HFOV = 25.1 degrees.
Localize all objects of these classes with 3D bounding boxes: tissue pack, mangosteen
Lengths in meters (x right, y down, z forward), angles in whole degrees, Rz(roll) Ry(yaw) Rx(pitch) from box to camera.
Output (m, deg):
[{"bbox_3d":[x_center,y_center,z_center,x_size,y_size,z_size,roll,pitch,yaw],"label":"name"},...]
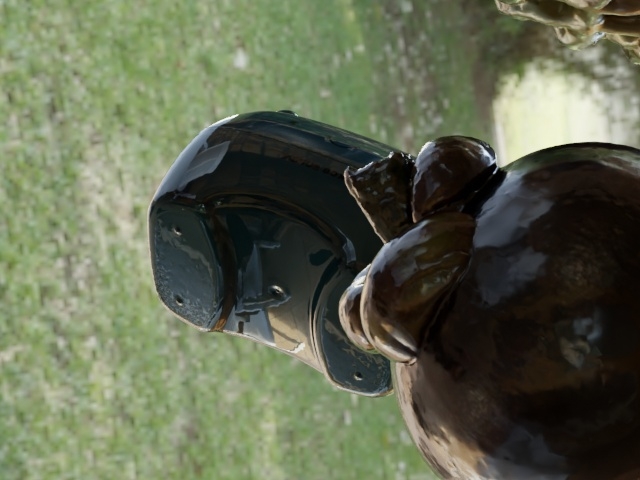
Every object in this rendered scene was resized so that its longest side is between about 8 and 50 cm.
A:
[{"bbox_3d":[0.000,0.000,1.345,0.206,0.287,0.198,-48,150,-43],"label":"tissue pack"},{"bbox_3d":[0.063,0.020,0.442,0.140,0.140,0.140,-8,90,-76],"label":"mangosteen"}]

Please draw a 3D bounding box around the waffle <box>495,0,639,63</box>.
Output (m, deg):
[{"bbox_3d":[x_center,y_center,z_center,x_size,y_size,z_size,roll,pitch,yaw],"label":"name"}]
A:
[{"bbox_3d":[0.217,-0.149,0.774,0.309,0.291,0.056,11,83,-39],"label":"waffle"}]
